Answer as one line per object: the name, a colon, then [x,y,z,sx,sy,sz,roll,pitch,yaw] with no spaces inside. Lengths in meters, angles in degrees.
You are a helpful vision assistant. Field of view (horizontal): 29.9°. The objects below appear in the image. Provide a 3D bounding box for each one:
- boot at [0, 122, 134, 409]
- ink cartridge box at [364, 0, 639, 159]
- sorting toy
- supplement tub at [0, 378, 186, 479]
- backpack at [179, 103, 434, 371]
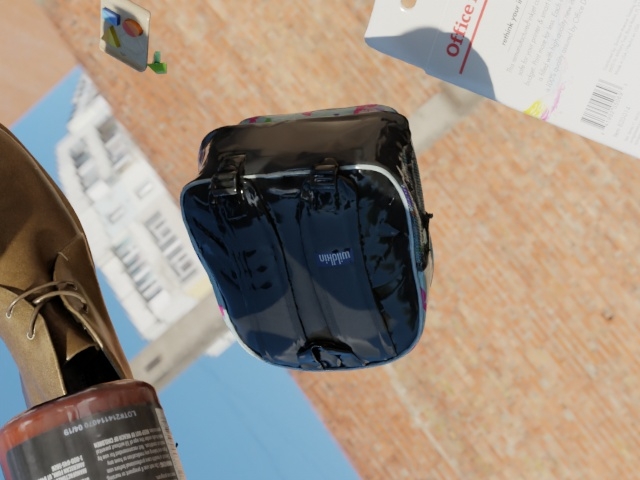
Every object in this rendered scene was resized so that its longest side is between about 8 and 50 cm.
boot: [-0.201,0.040,0.883,0.115,0.112,0.305,-6,110,65]
ink cartridge box: [0.244,-0.247,1.270,0.353,0.207,0.119,23,-140,7]
sorting toy: [-0.168,-0.182,1.076,0.083,0.062,0.012,31,-138,21]
supplement tub: [-0.120,0.191,0.719,0.198,0.106,0.106,70,-165,14]
backpack: [0.000,0.000,1.153,0.191,0.225,0.254,-72,-28,-55]
